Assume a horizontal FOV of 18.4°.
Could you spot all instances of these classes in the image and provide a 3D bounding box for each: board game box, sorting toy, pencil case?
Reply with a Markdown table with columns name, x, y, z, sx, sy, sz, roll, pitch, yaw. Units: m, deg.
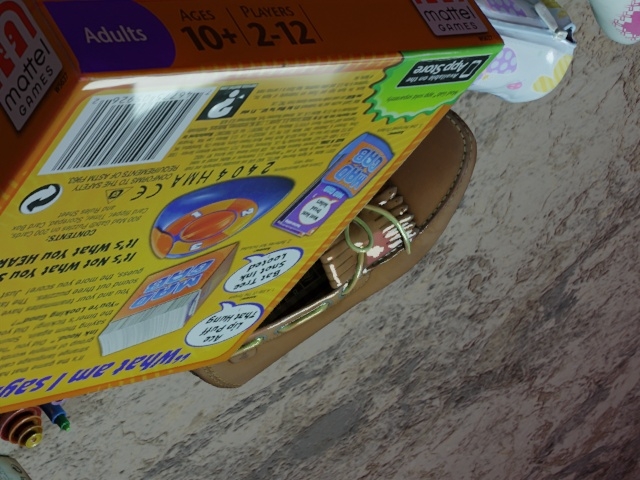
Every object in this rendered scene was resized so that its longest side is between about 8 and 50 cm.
| name | x | y | z | sx | sy | sz | roll | pitch | yaw |
| --- | --- | --- | --- | --- | --- | --- | --- | --- | --- |
| board game box | -0.183 | -0.133 | 1.277 | 0.356 | 0.356 | 0.356 | -10 | 149 | -47 |
| sorting toy | -0.275 | 0.172 | 1.983 | 0.102 | 0.042 | 0.061 | -47 | 152 | 7 |
| pencil case | 0.121 | -0.198 | 1.874 | 0.273 | 0.124 | 0.113 | 4 | 97 | -45 |

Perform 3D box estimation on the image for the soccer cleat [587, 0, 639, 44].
| name | x | y | z | sx | sy | sz | roll | pitch | yaw |
| --- | --- | --- | --- | --- | --- | --- | --- | --- | --- |
| soccer cleat | 0.269 | -0.308 | 1.977 | 0.143 | 0.116 | 0.331 | -21 | 146 | -8 |

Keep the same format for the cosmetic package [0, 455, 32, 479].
| name | x | y | z | sx | sy | sz | roll | pitch | yaw |
| --- | --- | --- | --- | --- | --- | --- | --- | --- | --- |
| cosmetic package | -0.394 | 0.289 | 1.900 | 0.153 | 0.129 | 0.296 | -47 | 153 | 11 |

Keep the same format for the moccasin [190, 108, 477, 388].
| name | x | y | z | sx | sy | sz | roll | pitch | yaw |
| --- | --- | --- | --- | --- | --- | --- | --- | --- | --- |
| moccasin | -0.002 | -0.003 | 2.018 | 0.380 | 0.139 | 0.147 | -34 | 161 | 3 |
